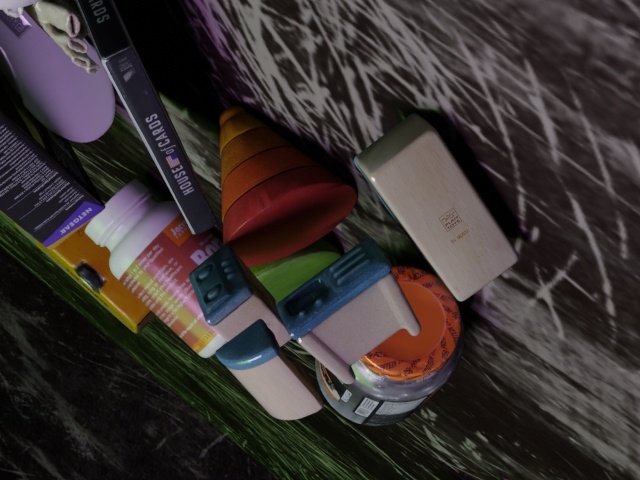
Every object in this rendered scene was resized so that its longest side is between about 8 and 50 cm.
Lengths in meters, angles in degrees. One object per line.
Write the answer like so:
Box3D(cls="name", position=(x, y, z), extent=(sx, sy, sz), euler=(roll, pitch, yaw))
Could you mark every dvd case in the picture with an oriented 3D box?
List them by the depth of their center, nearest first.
Box3D(cls="dvd case", position=(-0.156, -0.135, 0.865), extent=(0.239, 0.029, 0.179), euler=(71, 173, -58))

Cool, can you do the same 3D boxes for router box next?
Box3D(cls="router box", position=(-0.375, -0.162, 1.101), extent=(0.309, 0.081, 0.243), euler=(53, -178, 40))

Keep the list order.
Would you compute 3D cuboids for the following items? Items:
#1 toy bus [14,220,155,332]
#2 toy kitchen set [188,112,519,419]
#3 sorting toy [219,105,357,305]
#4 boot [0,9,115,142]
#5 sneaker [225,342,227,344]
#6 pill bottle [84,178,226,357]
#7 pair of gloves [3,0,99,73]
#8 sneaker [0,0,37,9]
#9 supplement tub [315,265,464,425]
Box3D(cls="toy bus", position=(-0.378, -0.006, 1.636), extent=(0.332, 0.108, 0.130), euler=(41, 164, 2))
Box3D(cls="toy kitchen set", position=(0.000, 0.000, 0.745), extent=(0.122, 0.207, 0.166), euler=(53, -178, -29))
Box3D(cls="sorting toy", position=(-0.059, -0.013, 0.982), extent=(0.126, 0.127, 0.365), euler=(62, 166, 18))
Box3D(cls="boot", position=(-0.310, -0.218, 1.054), extent=(0.258, 0.095, 0.123), euler=(56, 172, -31))
Box3D(cls="sneaker", position=(-0.178, 0.105, 1.573), extent=(0.075, 0.057, 0.161), euler=(-3, 132, 44))
Box3D(cls="pill bottle", position=(-0.177, 0.031, 1.264), extent=(0.216, 0.121, 0.121), euler=(43, 163, -3))
Box3D(cls="pair of gloves", position=(-0.277, -0.234, 0.828), extent=(0.204, 0.042, 0.240), euler=(46, -176, 14))
Box3D(cls="sneaker", position=(-0.239, -0.322, 0.626), extent=(0.323, 0.130, 0.236), euler=(54, 146, 27))
Box3D(cls="supplement tub", position=(0.059, 0.093, 0.910), extent=(0.117, 0.117, 0.190), euler=(40, 162, 9))
